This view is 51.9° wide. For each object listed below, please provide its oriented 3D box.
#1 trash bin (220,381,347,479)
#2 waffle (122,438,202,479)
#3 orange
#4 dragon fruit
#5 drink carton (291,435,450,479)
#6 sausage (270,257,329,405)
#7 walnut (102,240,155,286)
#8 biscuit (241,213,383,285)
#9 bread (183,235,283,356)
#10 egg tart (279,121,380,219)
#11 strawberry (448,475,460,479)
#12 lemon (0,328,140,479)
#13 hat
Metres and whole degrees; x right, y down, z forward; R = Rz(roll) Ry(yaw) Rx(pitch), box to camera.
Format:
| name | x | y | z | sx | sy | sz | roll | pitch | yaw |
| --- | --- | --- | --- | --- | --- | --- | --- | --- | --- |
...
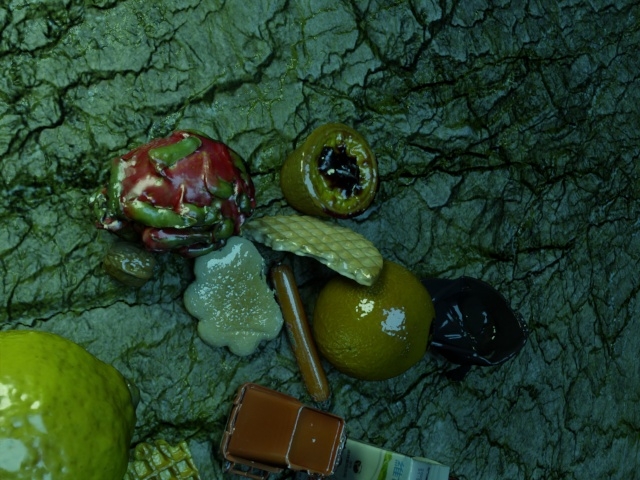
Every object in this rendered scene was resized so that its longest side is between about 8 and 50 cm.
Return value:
| name | x | y | z | sx | sy | sz | roll | pitch | yaw |
| --- | --- | --- | --- | --- | --- | --- | --- | --- | --- |
| trash bin | -0.076 | 0.390 | 1.286 | 0.161 | 0.239 | 0.184 | 27 | 71 | -30 |
| waffle | -0.301 | 0.473 | 1.227 | 0.160 | 0.055 | 0.210 | -27 | 100 | -36 |
| orange | 0.117 | 0.172 | 1.438 | 0.274 | 0.274 | 0.274 | 5 | 81 | -35 |
| dragon fruit | -0.265 | -0.079 | 1.215 | 0.303 | 0.231 | 0.236 | -13 | 84 | -42 |
| drink carton | 0.090 | 0.511 | 1.340 | 0.132 | 0.325 | 0.194 | 24 | 73 | -35 |
| sausage | -0.046 | 0.204 | 1.446 | 0.053 | 0.053 | 0.347 | -21 | 97 | -35 |
| walnut | -0.356 | 0.044 | 1.233 | 0.096 | 0.082 | 0.079 | 28 | 100 | -24 |
| biscuit | 0.000 | 0.000 | 1.394 | 0.204 | 0.309 | 0.040 | -36 | 142 | -61 |
| bread | -0.179 | 0.126 | 1.342 | 0.182 | 0.039 | 0.250 | -28 | 112 | -25 |
| egg tart | 0.015 | -0.146 | 1.462 | 0.215 | 0.171 | 0.215 | 4 | 82 | -34 |
| strawberry | 0.284 | 0.672 | 1.501 | 0.250 | 0.239 | 0.288 | -7 | 113 | -46 |
| lemon | -0.452 | 0.297 | 0.962 | 0.388 | 0.350 | 0.349 | -13 | 92 | -23 |
| hat | 0.325 | 0.224 | 1.666 | 0.336 | 0.209 | 0.238 | 7 | 59 | -17 |
